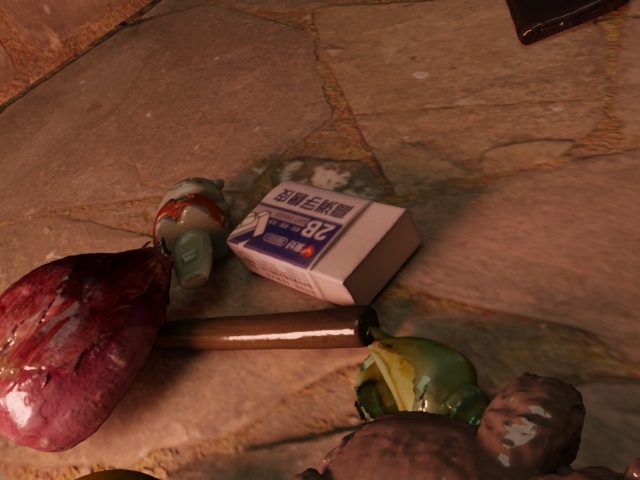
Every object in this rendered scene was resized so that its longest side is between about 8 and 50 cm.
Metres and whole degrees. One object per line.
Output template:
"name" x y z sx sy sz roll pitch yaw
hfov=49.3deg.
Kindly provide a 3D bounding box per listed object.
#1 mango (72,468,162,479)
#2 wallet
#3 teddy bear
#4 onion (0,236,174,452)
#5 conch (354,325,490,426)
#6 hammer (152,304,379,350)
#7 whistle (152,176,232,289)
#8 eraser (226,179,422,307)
"mango" -0.226 0.297 0.557 0.176 0.139 0.254 6 39 25
"wallet" 0.370 -0.413 1.103 0.165 0.042 0.309 -18 36 19
"teddy bear" 0.110 0.195 0.414 0.267 0.151 0.235 5 77 34
"onion" -0.286 0.085 0.796 0.227 0.120 0.283 21 65 37
"conch" 0.083 0.130 0.596 0.094 0.080 0.201 -57 24 -15
"hammer" -0.138 0.104 0.813 0.440 0.044 0.168 -7 40 30
"whistle" -0.175 -0.017 0.948 0.101 0.106 0.253 -51 28 22
"eraser" 0.000 0.000 0.827 0.210 0.068 0.124 18 55 46
